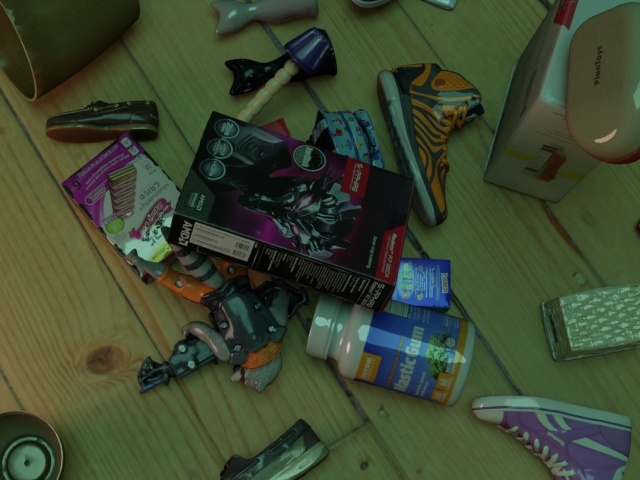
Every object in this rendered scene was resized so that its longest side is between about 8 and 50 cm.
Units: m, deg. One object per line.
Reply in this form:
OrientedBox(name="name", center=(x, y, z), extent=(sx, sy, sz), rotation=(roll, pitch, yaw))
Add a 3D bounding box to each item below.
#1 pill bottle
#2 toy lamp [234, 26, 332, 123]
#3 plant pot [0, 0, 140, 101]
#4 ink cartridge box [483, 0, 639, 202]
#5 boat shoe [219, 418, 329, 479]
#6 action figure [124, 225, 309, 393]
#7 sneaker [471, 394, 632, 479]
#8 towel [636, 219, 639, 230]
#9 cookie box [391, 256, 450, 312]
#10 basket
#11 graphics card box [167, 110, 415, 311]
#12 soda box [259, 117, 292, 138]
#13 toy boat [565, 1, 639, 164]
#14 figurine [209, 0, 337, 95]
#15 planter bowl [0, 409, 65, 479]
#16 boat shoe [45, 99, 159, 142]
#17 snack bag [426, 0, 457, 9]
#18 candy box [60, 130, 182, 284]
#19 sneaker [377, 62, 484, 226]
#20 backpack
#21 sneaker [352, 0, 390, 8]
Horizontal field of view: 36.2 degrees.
OrientedBox(name="pill bottle", center=(0.117, 0.178, 1.680), extent=(0.272, 0.152, 0.152), rotation=(14, 74, 2))
OrientedBox(name="toy lamp", center=(-0.090, -0.276, 1.791), extent=(0.274, 0.080, 0.080), rotation=(-43, 79, 13))
OrientedBox(name="plant pot", center=(-0.473, -0.417, 1.806), extent=(0.254, 0.237, 0.237), rotation=(-31, 77, -25))
OrientedBox(name="ink cartridge box", center=(0.432, -0.262, 1.697), extent=(0.160, 0.385, 0.279), rotation=(19, 75, 0))
OrientedBox(name="boat shoe", center=(-0.123, 0.400, 1.641), extent=(0.285, 0.103, 0.092), rotation=(-30, 72, -13))
OrientedBox(name="action figure", center=(-0.195, 0.129, 1.659), extent=(0.341, 0.178, 0.330), rotation=(-37, 95, -8))
OrientedBox(name="sneaker", center=(0.389, 0.354, 1.670), extent=(0.282, 0.102, 0.161), rotation=(12, 77, 1))
OrientedBox(name="towel", center=(0.745, 0.003, 1.815), extent=(0.275, 0.031, 0.199), rotation=(44, 76, 8))
OrientedBox(name="cookie box", center=(0.179, 0.080, 1.767), extent=(0.107, 0.040, 0.092), rotation=(3, 74, -1))
OrientedBox(name="basket", center=(0.490, 0.142, 1.729), extent=(0.167, 0.103, 0.113), rotation=(-9, 76, -5))
OrientedBox(name="graphics card box", center=(-0.040, -0.050, 1.598), extent=(0.370, 0.094, 0.233), rotation=(18, 54, -4))
OrientedBox(name="soda box", center=(-0.055, -0.085, 1.746), extent=(0.083, 0.092, 0.263), rotation=(-21, 62, -2))
OrientedBox(name="toy boat", center=(0.455, -0.220, 1.432), extent=(0.151, 0.151, 0.231), rotation=(16, 74, -31))
OrientedBox(name="figurine", center=(-0.096, -0.392, 1.871), extent=(0.209, 0.092, 0.215), rotation=(-15, 75, -2))
OrientedBox(name="planter bowl", center=(-0.497, 0.369, 1.628), extent=(0.162, 0.109, 0.162), rotation=(0, 74, -1))
OrientedBox(name="boat shoe", center=(-0.404, -0.224, 1.819), extent=(0.207, 0.073, 0.073), rotation=(-2, 73, -10))
OrientedBox(name="snack bag", center=(0.176, -0.648, 1.974), extent=(0.342, 0.037, 0.323), rotation=(26, 75, 5))
OrientedBox(name="candy box", center=(-0.332, -0.059, 1.773), extent=(0.159, 0.071, 0.233), rotation=(-41, 80, -11))
OrientedBox(name="sneaker", center=(0.226, -0.191, 1.802), extent=(0.180, 0.124, 0.321), rotation=(-13, 75, -4))
OrientedBox(name="backpack", center=(0.047, -0.165, 1.763), extent=(0.116, 0.173, 0.158), rotation=(-15, 75, -6))
OrientedBox(name="sneaker", center=(0.168, -0.563, 1.852), extent=(0.282, 0.153, 0.099), rotation=(-40, 84, -14))
